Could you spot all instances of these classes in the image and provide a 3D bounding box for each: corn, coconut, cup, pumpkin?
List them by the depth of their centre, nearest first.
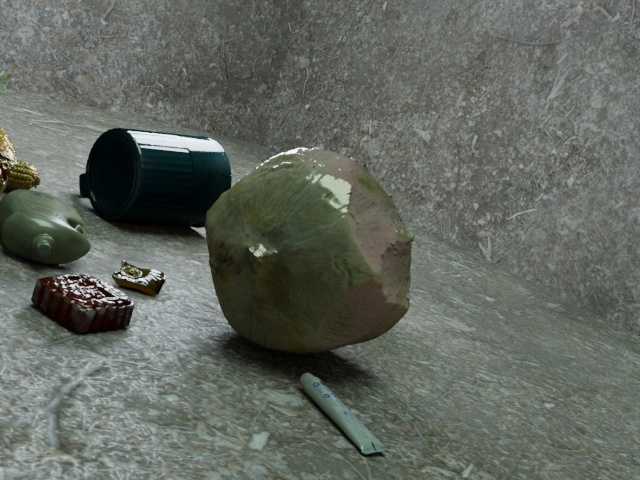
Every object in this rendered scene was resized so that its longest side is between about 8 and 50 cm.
[{"bbox_3d":[-0.035,0.025,1.635,0.404,0.405,0.404,18,12,-4],"label":"coconut"},{"bbox_3d":[-0.359,0.078,1.731,0.101,0.035,0.073,21,23,-11],"label":"pumpkin"},{"bbox_3d":[-0.776,-0.169,2.072,0.238,0.080,0.080,15,12,-4],"label":"corn"},{"bbox_3d":[-0.432,-0.169,2.228,0.308,0.242,0.292,31,18,35],"label":"cup"}]

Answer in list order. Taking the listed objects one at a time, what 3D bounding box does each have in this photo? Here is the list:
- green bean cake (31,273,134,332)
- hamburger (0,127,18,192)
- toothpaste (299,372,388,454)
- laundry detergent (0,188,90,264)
[{"bbox_3d":[-0.401,0.103,1.490,0.135,0.056,0.135,24,13,28],"label":"green bean cake"},{"bbox_3d":[-0.784,-0.182,1.905,0.244,0.163,0.244,30,20,-12],"label":"hamburger"},{"bbox_3d":[0.030,0.281,1.432,0.052,0.033,0.218,5,21,-36],"label":"toothpaste"},{"bbox_3d":[-0.545,-0.020,1.730,0.181,0.091,0.253,20,10,-25],"label":"laundry detergent"}]
